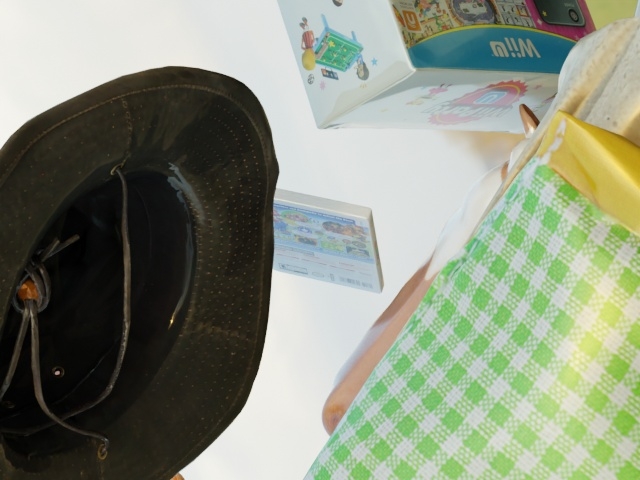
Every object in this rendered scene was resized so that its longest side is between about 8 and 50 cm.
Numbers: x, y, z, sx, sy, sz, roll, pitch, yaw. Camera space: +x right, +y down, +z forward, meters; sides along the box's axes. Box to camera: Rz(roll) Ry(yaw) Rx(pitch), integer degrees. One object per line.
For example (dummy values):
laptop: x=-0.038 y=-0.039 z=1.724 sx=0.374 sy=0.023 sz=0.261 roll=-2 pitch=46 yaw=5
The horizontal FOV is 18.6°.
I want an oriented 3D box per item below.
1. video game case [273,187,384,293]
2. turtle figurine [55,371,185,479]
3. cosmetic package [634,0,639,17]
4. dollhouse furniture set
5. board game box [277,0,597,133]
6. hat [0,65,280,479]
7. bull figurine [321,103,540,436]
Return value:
video game case: x=0.000 y=0.000 z=1.432 sx=0.122 sy=0.087 sz=0.011 roll=77 pitch=-152 yaw=-62
turtle figurine: x=-0.163 y=0.182 z=1.380 sx=0.087 sy=0.217 sz=0.269 roll=-49 pitch=-58 yaw=-39
cosmetic package: x=0.199 y=-0.063 z=0.699 sx=0.153 sy=0.129 sz=0.296 roll=30 pitch=144 yaw=23
dollhouse furniture set: x=0.134 y=0.118 z=0.321 sx=0.301 sy=0.197 sz=0.151 roll=32 pitch=180 yaw=-20
board game box: x=0.056 y=-0.227 z=1.326 sx=0.224 sy=0.097 sz=0.303 roll=-3 pitch=-110 yaw=-48
hat: x=-0.167 y=0.032 z=1.185 sx=0.134 sy=0.331 sz=0.331 roll=19 pitch=156 yaw=32
bull figurine: x=0.130 y=0.041 z=1.350 sx=0.188 sy=0.310 sz=0.101 roll=19 pitch=-145 yaw=-36
